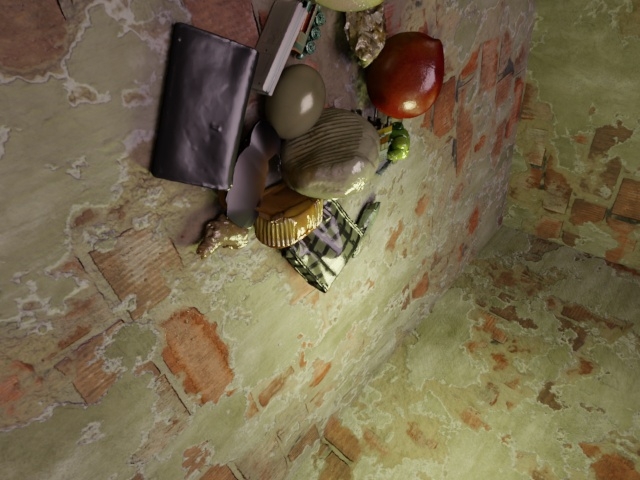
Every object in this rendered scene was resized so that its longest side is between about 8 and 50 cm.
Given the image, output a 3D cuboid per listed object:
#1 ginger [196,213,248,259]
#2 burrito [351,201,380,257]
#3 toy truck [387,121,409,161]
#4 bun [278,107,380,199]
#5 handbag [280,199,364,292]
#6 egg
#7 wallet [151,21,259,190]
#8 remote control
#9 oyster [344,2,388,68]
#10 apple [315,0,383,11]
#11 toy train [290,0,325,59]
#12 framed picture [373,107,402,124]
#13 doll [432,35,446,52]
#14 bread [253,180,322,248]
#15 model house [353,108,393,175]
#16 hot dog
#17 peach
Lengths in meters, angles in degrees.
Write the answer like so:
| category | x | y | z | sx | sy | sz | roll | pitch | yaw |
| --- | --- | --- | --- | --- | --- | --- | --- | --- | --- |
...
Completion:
| category | x | y | z | sx | sy | sz | roll | pitch | yaw |
| --- | --- | --- | --- | --- | --- | --- | --- | --- | --- |
| ginger | -0.324 | -0.023 | 1.409 | 0.213 | 0.074 | 0.138 | -17 | 113 | -40 |
| burrito | 0.208 | -0.056 | 2.055 | 0.309 | 0.066 | 0.096 | -63 | 149 | -1 |
| toy truck | 0.304 | -0.403 | 1.825 | 0.186 | 0.211 | 0.148 | -19 | 138 | -1 |
| bun | 0.038 | -0.284 | 1.466 | 0.365 | 0.365 | 0.219 | -51 | 146 | -18 |
| handbag | 0.000 | 0.000 | 1.753 | 0.325 | 0.162 | 0.327 | -55 | 137 | -16 |
| egg | -0.082 | -0.443 | 1.358 | 0.186 | 0.185 | 0.242 | 17 | 99 | -54 |
| wallet | -0.319 | -0.352 | 1.168 | 0.228 | 0.062 | 0.407 | 9 | 104 | -23 |
| remote control | -0.139 | -0.580 | 1.276 | 0.055 | 0.102 | 0.278 | 19 | 96 | -55 |
| oyster | 0.176 | -0.773 | 1.528 | 0.238 | 0.114 | 0.352 | 46 | 51 | -50 |
| apple | 0.082 | -0.829 | 1.339 | 0.120 | 0.264 | 0.194 | 118 | -26 | -76 |
| toy train | -0.056 | -0.678 | 1.351 | 0.118 | 0.074 | 0.176 | 10 | 104 | -49 |
| framed picture | 0.316 | -0.587 | 1.918 | 0.231 | 0.010 | 0.173 | -25 | 128 | -42 |
| doll | 0.527 | -0.866 | 1.974 | 0.160 | 0.059 | 0.161 | -51 | 141 | -16 |
| bread | -0.121 | -0.091 | 1.517 | 0.288 | 0.204 | 0.156 | -40 | 146 | -39 |
| model house | 0.158 | -0.381 | 1.664 | 0.198 | 0.224 | 0.216 | -31 | 132 | -38 |
| hot dog | -0.237 | -0.215 | 1.366 | 0.194 | 0.107 | 0.326 | 34 | 82 | -48 |
| peach | 0.340 | -0.650 | 1.657 | 0.307 | 0.308 | 0.332 | -14 | 153 | -47 |
